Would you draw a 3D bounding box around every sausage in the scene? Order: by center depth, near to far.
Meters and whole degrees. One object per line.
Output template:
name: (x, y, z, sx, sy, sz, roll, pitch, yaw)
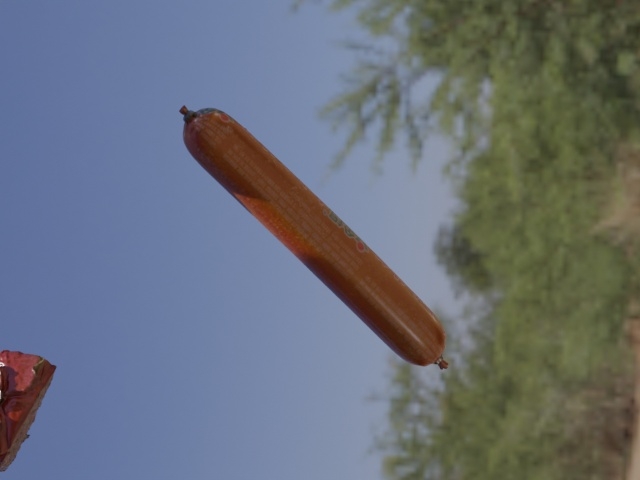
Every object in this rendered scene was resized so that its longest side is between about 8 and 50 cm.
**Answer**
sausage: (0.000, 0.000, 1.402, 0.348, 0.053, 0.053, 44, -152, -18)

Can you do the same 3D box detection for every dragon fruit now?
dragon fruit: (-0.350, 0.178, 1.601, 0.162, 0.106, 0.083, -59, 3, 40)
